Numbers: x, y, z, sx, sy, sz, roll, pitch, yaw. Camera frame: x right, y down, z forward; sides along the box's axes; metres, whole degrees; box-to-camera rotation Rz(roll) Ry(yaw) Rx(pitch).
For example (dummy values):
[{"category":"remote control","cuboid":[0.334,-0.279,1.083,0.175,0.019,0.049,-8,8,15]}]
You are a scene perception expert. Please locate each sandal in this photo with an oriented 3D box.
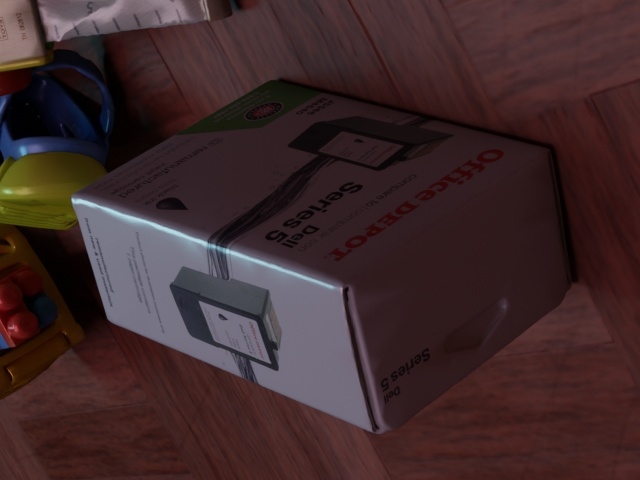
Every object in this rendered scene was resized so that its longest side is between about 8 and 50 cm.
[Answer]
[{"category":"sandal","cuboid":[-0.252,-0.083,1.487,0.317,0.126,0.138,-8,76,62]}]

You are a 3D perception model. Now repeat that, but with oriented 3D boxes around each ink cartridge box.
[{"category":"ink cartridge box","cuboid":[0.000,0.000,1.135,0.273,0.198,0.115,17,130,43]}]

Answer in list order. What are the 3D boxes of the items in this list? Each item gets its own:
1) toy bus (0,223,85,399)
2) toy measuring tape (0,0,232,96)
[{"category":"toy bus","cuboid":[-0.330,0.045,1.630,0.220,0.149,0.211,60,152,-4]},{"category":"toy measuring tape","cuboid":[-0.212,-0.176,1.322,0.330,0.121,0.121,-7,118,19]}]
